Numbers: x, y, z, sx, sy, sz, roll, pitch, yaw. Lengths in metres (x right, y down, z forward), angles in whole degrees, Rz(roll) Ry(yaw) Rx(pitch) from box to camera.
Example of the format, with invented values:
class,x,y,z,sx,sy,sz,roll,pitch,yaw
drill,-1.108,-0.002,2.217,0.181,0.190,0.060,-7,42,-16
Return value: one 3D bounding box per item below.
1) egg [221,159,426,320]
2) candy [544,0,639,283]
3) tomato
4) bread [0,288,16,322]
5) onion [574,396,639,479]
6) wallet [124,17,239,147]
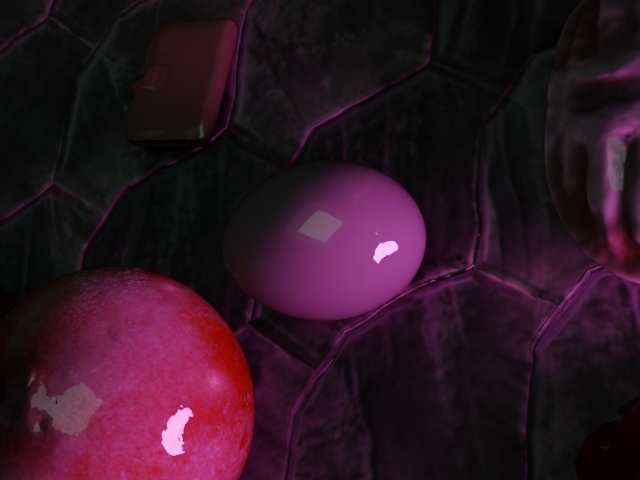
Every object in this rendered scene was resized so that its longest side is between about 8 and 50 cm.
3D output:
class,x,y,z,sx,sy,sz,roll,pitch,yaw
egg,0.000,0.000,0.920,0.198,0.146,0.147,-1,73,32
candy,0.296,-0.100,0.810,0.214,0.157,0.290,-1,79,40
tomato,-0.196,0.154,0.917,0.270,0.227,0.270,-7,73,25
bread,-0.505,0.206,1.113,0.165,0.113,0.417,28,85,29
onion,0.309,0.228,0.698,0.280,0.146,0.315,2,76,21
wallet,-0.153,-0.173,1.115,0.118,0.039,0.153,4,71,24
